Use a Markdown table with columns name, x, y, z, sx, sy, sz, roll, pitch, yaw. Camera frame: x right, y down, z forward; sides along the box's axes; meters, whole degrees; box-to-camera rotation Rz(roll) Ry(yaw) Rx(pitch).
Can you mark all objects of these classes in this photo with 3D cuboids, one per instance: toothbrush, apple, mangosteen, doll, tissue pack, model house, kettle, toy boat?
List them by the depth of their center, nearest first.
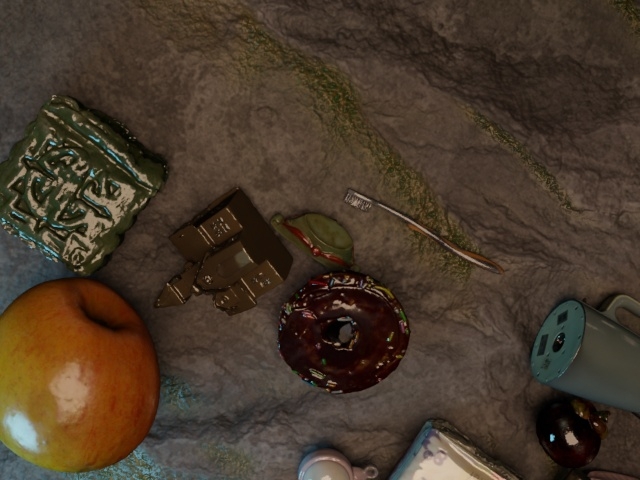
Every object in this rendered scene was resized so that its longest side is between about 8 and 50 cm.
| name | x | y | z | sx | sy | sz | roll | pitch | yaw |
| --- | --- | --- | --- | --- | --- | --- | --- | --- | --- |
| apple | -0.401 | 0.213 | 1.556 | 0.299 | 0.299 | 0.275 | 21 | 106 | -6 |
| model house | -0.200 | 0.061 | 1.631 | 0.248 | 0.176 | 0.181 | -35 | 99 | 18 |
| toy boat | 0.001 | 0.000 | 1.666 | 0.185 | 0.071 | 0.089 | 34 | 53 | -7 |
| toothbrush | 0.189 | -0.014 | 1.698 | 0.321 | 0.023 | 0.031 | 25 | 103 | -6 |
| kettle | 0.530 | 0.200 | 1.703 | 0.243 | 0.160 | 0.210 | 23 | 67 | -13 |
| tissue pack | 0.205 | 0.525 | 1.709 | 0.242 | 0.125 | 0.343 | 35 | 94 | 4 |
| mangosteen | 0.460 | 0.342 | 1.710 | 0.140 | 0.140 | 0.140 | 0 | 98 | -3 |
| doll | -0.058 | 0.498 | 1.720 | 0.365 | 0.094 | 0.160 | -30 | 102 | 2 |

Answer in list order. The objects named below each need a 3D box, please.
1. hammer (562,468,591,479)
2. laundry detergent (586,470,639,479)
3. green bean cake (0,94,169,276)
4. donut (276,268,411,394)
| name | x | y | z | sx | sy | sz | roll | pitch | yaw |
| --- | --- | --- | --- | --- | --- | --- | --- | --- | --- |
| hammer | 0.358 | 0.604 | 1.756 | 0.168 | 0.044 | 0.440 | 30 | 104 | -7 |
| laundry detergent | 0.518 | 0.603 | 1.772 | 0.159 | 0.088 | 0.335 | 12 | 98 | -10 |
| green bean cake | -0.411 | -0.093 | 1.602 | 0.241 | 0.132 | 0.255 | 38 | 94 | -4 |
| donut | 0.039 | 0.152 | 1.666 | 0.235 | 0.089 | 0.235 | 1 | 110 | 2 |
